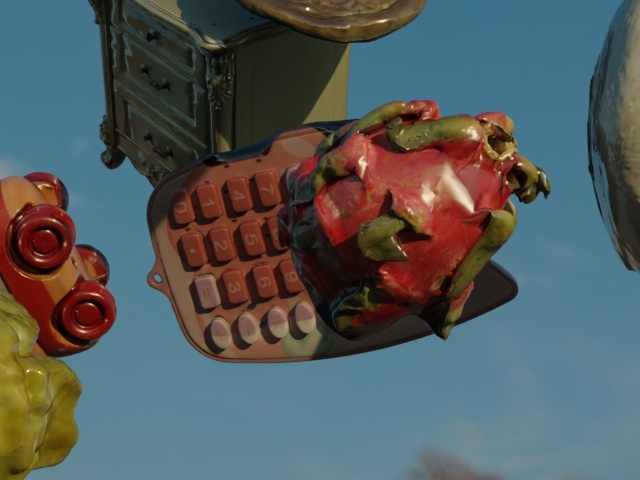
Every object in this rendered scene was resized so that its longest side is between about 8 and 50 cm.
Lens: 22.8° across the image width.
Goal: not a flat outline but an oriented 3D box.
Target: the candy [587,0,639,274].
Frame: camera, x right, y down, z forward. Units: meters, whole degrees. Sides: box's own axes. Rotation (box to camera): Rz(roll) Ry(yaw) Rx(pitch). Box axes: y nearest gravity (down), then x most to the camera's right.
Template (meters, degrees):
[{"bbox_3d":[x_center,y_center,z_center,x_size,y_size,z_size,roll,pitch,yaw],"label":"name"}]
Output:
[{"bbox_3d":[0.320,-0.091,1.253,0.185,0.295,0.295,-4,-22,32],"label":"candy"}]

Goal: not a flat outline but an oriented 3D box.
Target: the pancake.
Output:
[{"bbox_3d":[0.009,-0.309,1.819,0.250,0.250,0.031,2,-45,-6],"label":"pancake"}]

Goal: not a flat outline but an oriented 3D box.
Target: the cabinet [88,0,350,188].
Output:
[{"bbox_3d":[-0.131,-0.199,2.029,0.227,0.290,0.318,-25,-45,-32],"label":"cabinet"}]

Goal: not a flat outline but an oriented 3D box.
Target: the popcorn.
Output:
[{"bbox_3d":[-0.280,0.102,1.035,0.235,0.181,0.217,25,0,2],"label":"popcorn"}]

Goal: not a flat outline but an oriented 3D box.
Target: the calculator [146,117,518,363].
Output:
[{"bbox_3d":[0.000,0.000,1.423,0.330,0.220,0.048,-11,20,10],"label":"calculator"}]

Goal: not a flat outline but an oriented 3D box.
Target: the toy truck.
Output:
[{"bbox_3d":[-0.400,0.062,2.047,0.239,0.189,0.265,-25,-66,-2],"label":"toy truck"}]

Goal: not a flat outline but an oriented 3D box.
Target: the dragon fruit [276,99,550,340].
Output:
[{"bbox_3d":[0.068,-0.018,1.127,0.166,0.160,0.172,45,-56,-13],"label":"dragon fruit"}]
